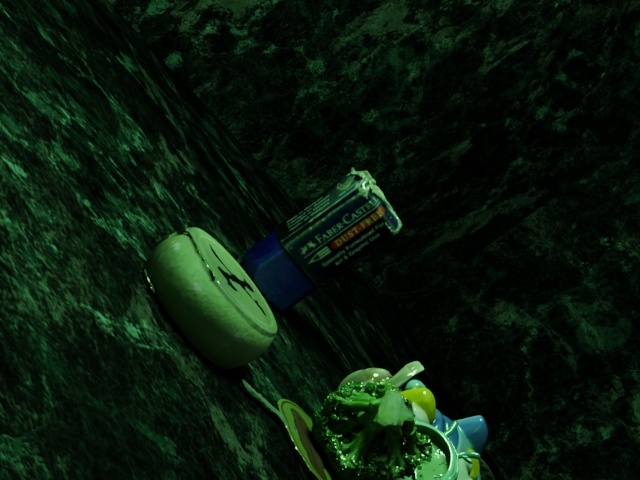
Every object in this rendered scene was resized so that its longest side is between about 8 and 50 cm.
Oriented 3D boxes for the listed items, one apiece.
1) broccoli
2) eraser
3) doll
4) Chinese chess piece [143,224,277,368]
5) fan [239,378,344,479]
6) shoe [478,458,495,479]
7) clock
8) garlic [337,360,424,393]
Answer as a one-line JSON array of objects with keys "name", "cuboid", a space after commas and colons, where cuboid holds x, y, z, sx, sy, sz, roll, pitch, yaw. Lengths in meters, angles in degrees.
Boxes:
[{"name": "broccoli", "cuboid": [0.083, 0.309, 1.502, 0.195, 0.156, 0.195, 16, 58, -27]}, {"name": "eraser", "cuboid": [0.000, 0.000, 1.944, 0.155, 0.332, 0.101, 50, 8, -29]}, {"name": "doll", "cuboid": [0.250, 0.463, 1.756, 0.376, 0.187, 0.365, 89, -9, -59]}, {"name": "Chinese chess piece", "cuboid": [-0.163, 0.084, 1.392, 0.237, 0.092, 0.238, 52, 7, -9]}, {"name": "fan", "cuboid": [-0.024, 0.318, 1.462, 0.335, 0.011, 0.229, 49, 6, -33]}, {"name": "shoe", "cuboid": [0.363, 0.599, 2.275, 0.336, 0.132, 0.171, 53, 1, -15]}, {"name": "clock", "cuboid": [0.162, 0.382, 1.575, 0.066, 0.211, 0.159, 85, -19, -47]}, {"name": "garlic", "cuboid": [0.117, 0.299, 1.846, 0.131, 0.194, 0.127, 47, -5, 13]}]
